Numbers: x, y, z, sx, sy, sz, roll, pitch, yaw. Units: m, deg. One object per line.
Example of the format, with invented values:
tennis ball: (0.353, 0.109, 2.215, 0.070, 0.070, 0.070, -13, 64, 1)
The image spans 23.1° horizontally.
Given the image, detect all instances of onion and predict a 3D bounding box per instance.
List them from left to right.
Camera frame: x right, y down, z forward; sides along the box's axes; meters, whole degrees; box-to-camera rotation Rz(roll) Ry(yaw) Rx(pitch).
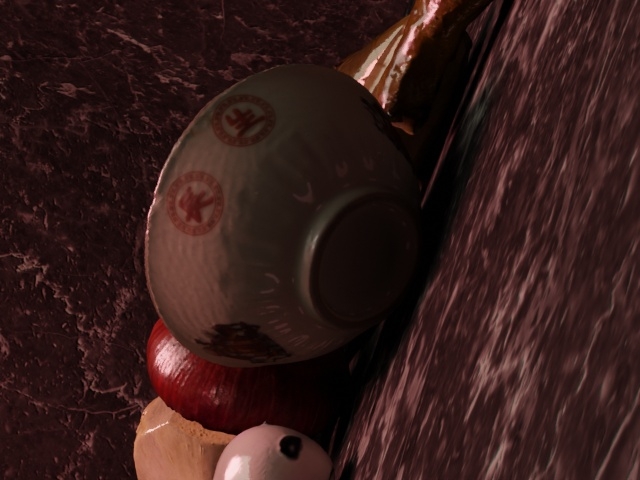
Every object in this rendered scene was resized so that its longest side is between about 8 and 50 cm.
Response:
onion: (-0.078, 0.138, 1.810, 0.161, 0.248, 0.248, -56, 11, 38)

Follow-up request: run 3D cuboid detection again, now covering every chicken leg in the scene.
chicken leg: (0.144, -0.287, 1.689, 0.361, 0.140, 0.211, -70, -19, 7)

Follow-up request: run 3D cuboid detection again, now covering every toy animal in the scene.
toy animal: (-0.051, 0.277, 1.569, 0.179, 0.138, 0.166, -62, 21, -11)

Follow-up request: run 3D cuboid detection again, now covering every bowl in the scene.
bowl: (0.000, 0.000, 1.602, 0.157, 0.337, 0.337, 27, 98, 47)

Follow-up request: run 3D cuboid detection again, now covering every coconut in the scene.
coconut: (-0.116, 0.267, 1.919, 0.237, 0.237, 0.197, -73, 0, -55)

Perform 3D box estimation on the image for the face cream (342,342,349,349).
face cream: (0.020, 0.088, 1.955, 0.135, 0.086, 0.385, -63, 7, -28)

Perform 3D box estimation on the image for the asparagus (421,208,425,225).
asparagus: (0.094, 0.013, 1.740, 0.015, 0.014, 0.114, -100, 27, -51)

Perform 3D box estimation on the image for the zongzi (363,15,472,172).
zongzi: (0.115, -0.171, 1.937, 0.228, 0.115, 0.256, -63, -8, 10)

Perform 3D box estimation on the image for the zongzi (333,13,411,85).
zongzi: (0.078, -0.182, 2.331, 0.300, 0.145, 0.274, 137, 150, -70)
